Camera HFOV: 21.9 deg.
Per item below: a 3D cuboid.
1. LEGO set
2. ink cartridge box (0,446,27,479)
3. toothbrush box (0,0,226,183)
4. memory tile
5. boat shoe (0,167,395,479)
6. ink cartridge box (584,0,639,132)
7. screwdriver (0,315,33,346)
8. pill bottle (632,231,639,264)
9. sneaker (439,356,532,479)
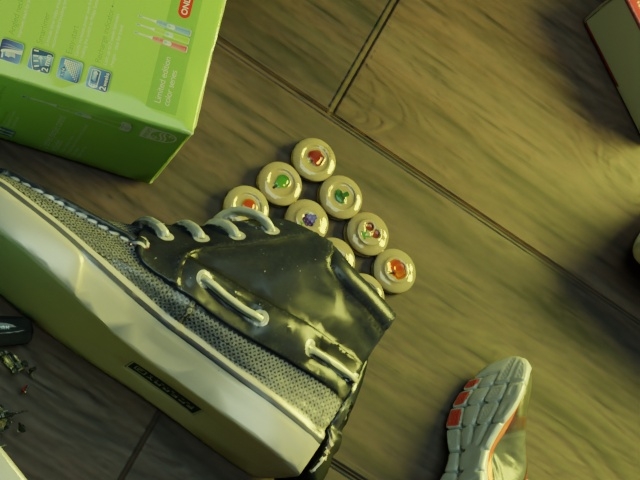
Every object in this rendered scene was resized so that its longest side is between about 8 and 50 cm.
[{"bbox_3d":[-0.230,0.119,1.167,0.054,0.023,0.083,46,50,-6],"label":"LEGO set"},{"bbox_3d":[-0.265,0.291,1.032,0.296,0.066,0.261,-41,100,-29],"label":"ink cartridge box"},{"bbox_3d":[-0.219,-0.190,1.209,0.283,0.122,0.206,17,68,-17],"label":"toothbrush box"},{"bbox_3d":[0.000,0.000,1.298,0.113,0.012,0.148,-36,89,-27],"label":"memory tile"},{"bbox_3d":[-0.103,0.024,1.191,0.340,0.127,0.158,40,66,-16],"label":"boat shoe"},{"bbox_3d":[0.342,-0.178,1.458,0.175,0.072,0.127,-23,82,-26],"label":"ink cartridge box"},{"bbox_3d":[-0.287,0.062,1.159,0.170,0.024,0.025,4,102,-19],"label":"screwdriver"},{"bbox_3d":[0.371,0.044,1.374,0.208,0.119,0.119,45,63,-3],"label":"pill bottle"},{"bbox_3d":[0.134,0.167,1.286,0.065,0.061,0.158,42,61,-36],"label":"sneaker"}]
